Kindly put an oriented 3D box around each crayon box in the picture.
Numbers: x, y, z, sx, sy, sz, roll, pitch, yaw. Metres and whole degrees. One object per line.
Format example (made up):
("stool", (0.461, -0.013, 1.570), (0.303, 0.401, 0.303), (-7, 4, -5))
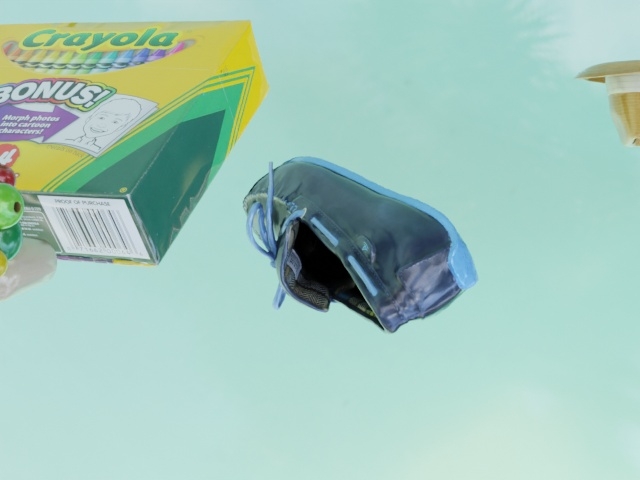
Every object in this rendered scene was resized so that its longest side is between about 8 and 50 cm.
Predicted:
("crayon box", (-0.282, -0.121, 1.483), (0.313, 0.362, 0.106), (-63, 147, -41))

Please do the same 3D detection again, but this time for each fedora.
("fedora", (0.341, -0.130, 1.299), (0.194, 0.194, 0.079), (1, 91, -41))

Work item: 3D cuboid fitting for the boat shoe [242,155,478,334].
("boat shoe", (0.000, 0.000, 0.924), (0.089, 0.258, 0.109), (-39, 110, -18))

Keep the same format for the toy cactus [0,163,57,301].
("toy cactus", (-0.258, 0.018, 0.900), (0.219, 0.112, 0.180), (-46, 163, 25))
